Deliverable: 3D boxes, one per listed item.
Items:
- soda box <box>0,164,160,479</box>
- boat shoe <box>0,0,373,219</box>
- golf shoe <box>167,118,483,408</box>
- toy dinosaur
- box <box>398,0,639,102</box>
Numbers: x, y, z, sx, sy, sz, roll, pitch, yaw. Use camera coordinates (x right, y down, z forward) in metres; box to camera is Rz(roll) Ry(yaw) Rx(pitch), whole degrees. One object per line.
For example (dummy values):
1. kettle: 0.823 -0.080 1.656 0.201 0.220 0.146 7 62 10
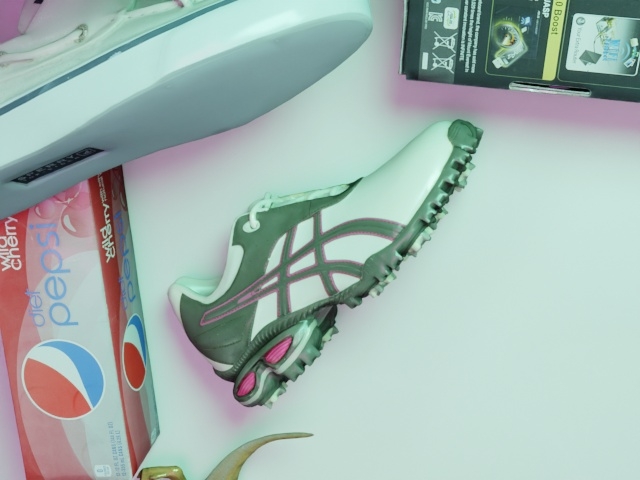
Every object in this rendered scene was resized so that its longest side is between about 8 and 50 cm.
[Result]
1. soda box: -0.190 0.049 0.948 0.092 0.083 0.263 -3 107 10
2. boat shoe: -0.152 -0.130 0.814 0.367 0.136 0.156 -22 78 18
3. golf shoe: 0.000 0.000 0.896 0.120 0.105 0.273 44 107 2
4. toy dinosaur: -0.091 0.211 1.003 0.112 0.064 0.211 11 119 -14
5. box: 0.216 -0.270 0.729 0.318 0.097 0.395 7 125 8
